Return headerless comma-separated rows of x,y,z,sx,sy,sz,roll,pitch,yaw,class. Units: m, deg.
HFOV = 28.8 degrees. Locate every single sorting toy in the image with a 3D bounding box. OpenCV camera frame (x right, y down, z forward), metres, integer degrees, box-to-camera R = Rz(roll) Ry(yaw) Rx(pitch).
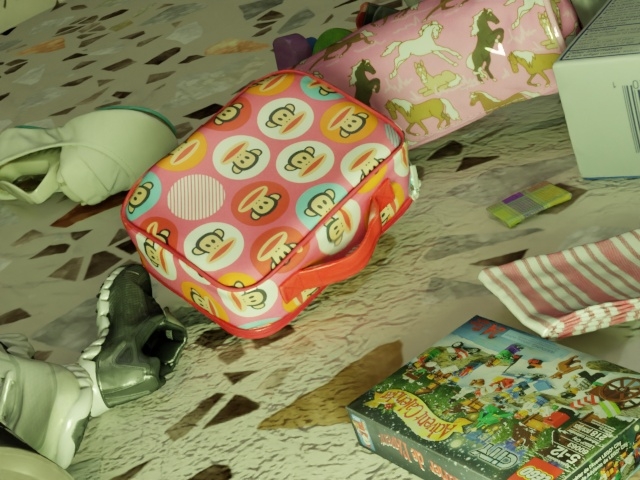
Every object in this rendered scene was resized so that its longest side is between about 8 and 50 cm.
0.088,-0.247,1.775,0.126,0.127,0.365,-21,28,-35,sorting toy

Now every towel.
0.232,-0.041,1.382,0.083,0.009,0.060,-25,26,-11,towel
0.259,0.032,1.147,0.197,0.029,0.144,-14,22,-14,towel

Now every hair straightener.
0.163,-0.265,1.662,0.230,0.047,0.089,15,9,-30,hair straightener

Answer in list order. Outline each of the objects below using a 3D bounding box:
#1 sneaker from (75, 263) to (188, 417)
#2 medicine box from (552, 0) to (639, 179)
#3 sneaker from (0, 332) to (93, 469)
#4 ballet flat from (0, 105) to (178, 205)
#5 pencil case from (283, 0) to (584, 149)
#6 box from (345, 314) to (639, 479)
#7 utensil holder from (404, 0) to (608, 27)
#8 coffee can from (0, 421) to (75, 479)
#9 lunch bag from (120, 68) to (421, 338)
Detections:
-0.187,0.097,1.320,0.106,0.078,0.234,-11,29,9,sneaker
0.443,-0.200,1.394,0.263,0.149,0.289,-1,30,35,medicine box
-0.314,0.149,1.216,0.292,0.118,0.110,11,82,55,sneaker
-0.365,-0.107,1.840,0.400,0.139,0.139,-1,30,43,ballet flat
0.138,-0.204,1.528,0.386,0.167,0.160,-24,39,23,pencil case
0.152,0.143,1.009,0.159,0.044,0.233,-31,27,-26,box
0.334,-0.424,1.734,0.327,0.328,0.385,-30,27,-23,utensil holder
-0.326,0.220,1.003,0.201,0.201,0.275,-32,27,-26,coffee can
-0.040,-0.040,1.355,0.258,0.120,0.293,32,63,34,lunch bag
